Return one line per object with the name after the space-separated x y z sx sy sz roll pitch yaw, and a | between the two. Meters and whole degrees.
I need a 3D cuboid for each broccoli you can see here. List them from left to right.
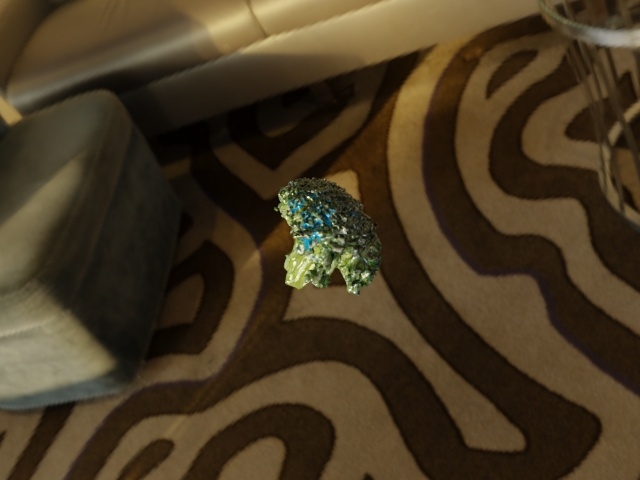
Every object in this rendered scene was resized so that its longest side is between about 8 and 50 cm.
0.000 0.000 1.248 0.160 0.167 0.155 -49 17 39 | broccoli
